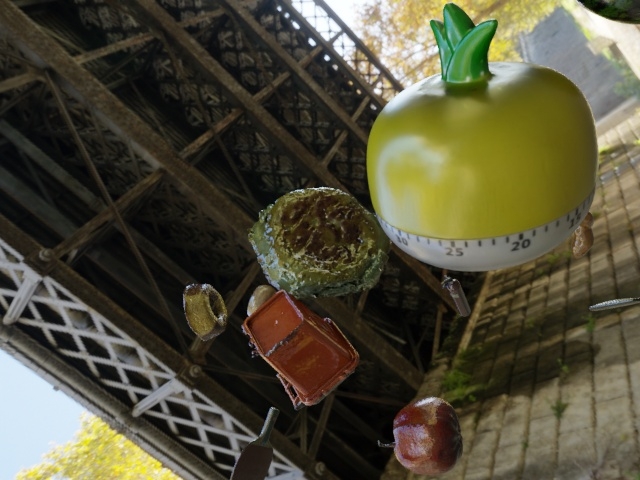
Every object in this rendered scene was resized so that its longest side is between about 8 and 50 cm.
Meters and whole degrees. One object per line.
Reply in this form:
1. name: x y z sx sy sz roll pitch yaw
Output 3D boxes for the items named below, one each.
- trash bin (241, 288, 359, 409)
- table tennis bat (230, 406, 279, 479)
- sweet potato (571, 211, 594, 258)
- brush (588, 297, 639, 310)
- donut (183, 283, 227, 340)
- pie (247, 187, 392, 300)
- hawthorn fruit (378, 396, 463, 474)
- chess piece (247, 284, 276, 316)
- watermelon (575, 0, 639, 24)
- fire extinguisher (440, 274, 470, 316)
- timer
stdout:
1. trash bin: -0.054 0.232 0.948 0.239 0.184 0.161 49 178 -43
2. table tennis bat: -0.193 0.656 1.374 0.154 0.021 0.274 39 -113 -46
3. sweet potato: 0.521 -0.017 0.882 0.179 0.044 0.044 59 -158 -49
4. brush: 0.661 0.121 0.914 0.062 0.193 0.016 9 -112 -41
5. donut: -0.335 0.208 1.314 0.166 0.073 0.184 -100 -11 -48
6. pie: 0.000 0.000 1.077 0.354 0.103 0.289 -5 -124 -4
7. hawthorn fruit: 0.222 0.444 1.000 0.157 0.193 0.157 51 -153 -38
8. chess piece: -0.128 0.139 0.981 0.038 0.084 0.084 16 -145 15
9. watermelon: 0.471 -0.448 0.628 0.268 0.269 0.269 28 -137 -30
10. fire extinguisher: 0.306 0.117 1.003 0.173 0.035 0.049 52 -145 -47
11. timer: 0.173 -0.129 0.514 0.285 0.285 0.285 28 -137 -30
